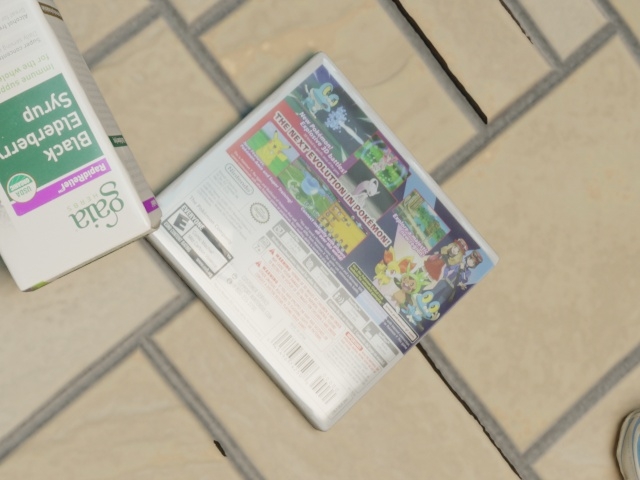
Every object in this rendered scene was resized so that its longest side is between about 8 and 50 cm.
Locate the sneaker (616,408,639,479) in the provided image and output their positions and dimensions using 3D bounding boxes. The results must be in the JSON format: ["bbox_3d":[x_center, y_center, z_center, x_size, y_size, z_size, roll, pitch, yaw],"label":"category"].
[{"bbox_3d":[0.293,0.228,1.134,0.085,0.086,0.237,-30,96,-19],"label":"sneaker"}]

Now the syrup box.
[{"bbox_3d":[-0.196,-0.093,0.992,0.093,0.096,0.237,-26,93,1],"label":"syrup box"}]

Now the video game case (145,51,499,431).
[{"bbox_3d":[0.000,0.000,1.093,0.183,0.023,0.201,-43,98,-15],"label":"video game case"}]
